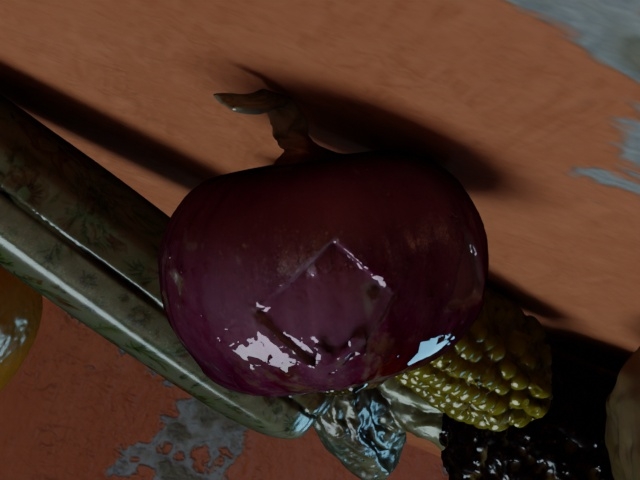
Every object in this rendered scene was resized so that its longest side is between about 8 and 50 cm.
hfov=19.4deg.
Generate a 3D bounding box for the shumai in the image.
[{"bbox_3d":[0.061,0.115,1.610,0.153,0.161,0.209,-11,125,20],"label":"shumai"}]

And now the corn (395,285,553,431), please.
[{"bbox_3d":[0.056,0.048,1.260,0.097,0.097,0.320,13,167,45],"label":"corn"}]

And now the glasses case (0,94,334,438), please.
[{"bbox_3d":[-0.157,0.006,1.324,0.425,0.098,0.156,38,-178,-28],"label":"glasses case"}]

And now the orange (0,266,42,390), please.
[{"bbox_3d":[-0.385,0.033,1.577,0.312,0.312,0.312,21,172,3],"label":"orange"}]

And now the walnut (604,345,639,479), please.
[{"bbox_3d":[0.274,0.155,1.253,0.238,0.141,0.204,29,174,-30],"label":"walnut"}]

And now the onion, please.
[{"bbox_3d":[0.002,0.011,0.985,0.177,0.153,0.177,6,163,2],"label":"onion"}]

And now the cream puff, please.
[{"bbox_3d":[0.205,0.179,1.458,0.239,0.165,0.239,24,177,1],"label":"cream puff"}]
